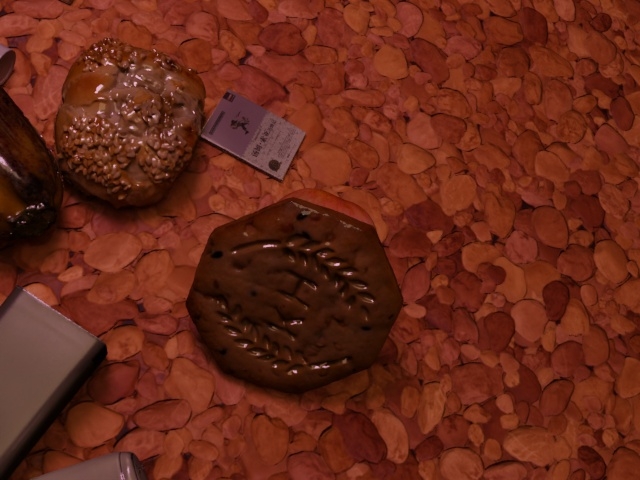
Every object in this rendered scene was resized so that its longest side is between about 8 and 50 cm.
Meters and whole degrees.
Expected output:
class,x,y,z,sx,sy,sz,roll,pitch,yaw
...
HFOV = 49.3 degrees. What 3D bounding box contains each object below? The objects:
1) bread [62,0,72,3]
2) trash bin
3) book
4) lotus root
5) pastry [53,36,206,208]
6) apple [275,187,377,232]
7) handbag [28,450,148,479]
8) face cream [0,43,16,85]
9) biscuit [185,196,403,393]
class,x,y,z,sx,sy,sz,roll,pitch,yaw
bread,-0.533,-0.513,1.334,0.153,0.028,0.068,24,65,-9
trash bin,-0.461,0.214,1.042,0.164,0.122,0.240,36,66,-2
book,-0.130,-0.206,1.359,0.181,0.014,0.127,29,65,-7
lotus root,-0.567,-0.169,1.109,0.196,0.179,0.397,-36,85,-16
pastry,-0.331,-0.217,1.219,0.255,0.162,0.311,7,67,-13
apple,0.000,0.000,1.224,0.209,0.209,0.164,14,70,-13
handbag,-0.386,0.457,1.013,0.315,0.109,0.241,-21,77,-10
face cream,-0.662,-0.358,1.206,0.250,0.077,0.077,28,65,-5
biscuit,-0.042,0.101,1.136,0.359,0.359,0.046,23,22,-9
